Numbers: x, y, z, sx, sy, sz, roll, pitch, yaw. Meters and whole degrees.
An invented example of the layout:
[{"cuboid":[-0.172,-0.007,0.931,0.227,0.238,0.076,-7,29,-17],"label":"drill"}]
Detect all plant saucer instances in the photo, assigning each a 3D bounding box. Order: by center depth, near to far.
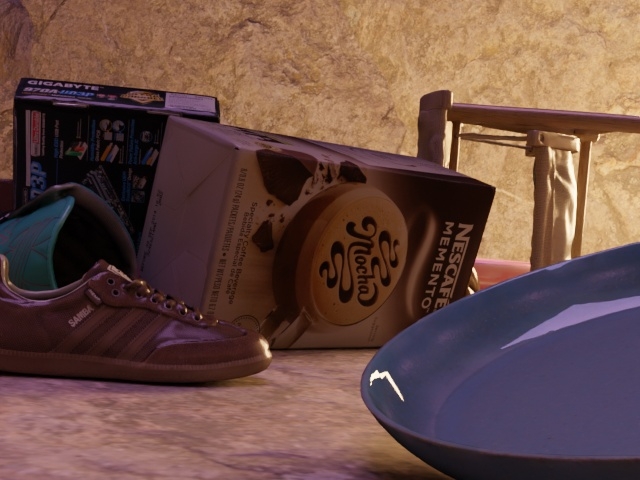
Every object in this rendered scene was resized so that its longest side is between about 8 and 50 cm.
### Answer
[{"cuboid":[0.176,0.046,0.435,0.317,0.044,0.317,-14,8,2],"label":"plant saucer"},{"cuboid":[0.237,0.068,1.531,0.332,0.084,0.332,4,0,0],"label":"plant saucer"}]

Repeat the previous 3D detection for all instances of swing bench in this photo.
[{"cuboid":[0.209,-0.017,1.081,0.254,0.253,0.165,5,0,-11],"label":"swing bench"}]

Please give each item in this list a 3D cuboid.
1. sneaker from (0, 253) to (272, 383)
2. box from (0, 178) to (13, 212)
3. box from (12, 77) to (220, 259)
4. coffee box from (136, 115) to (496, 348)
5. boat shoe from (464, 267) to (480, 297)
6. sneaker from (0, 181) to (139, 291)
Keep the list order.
[{"cuboid":[-0.120,0.049,0.615,0.188,0.071,0.066,4,0,-16],"label":"sneaker"},{"cuboid":[-0.185,0.010,1.158,0.191,0.143,0.381,5,-1,43],"label":"box"},{"cuboid":[-0.188,-0.028,0.897,0.175,0.220,0.051,4,27,-10],"label":"box"},{"cuboid":[0.000,0.000,0.880,0.297,0.168,0.119,4,15,-40],"label":"coffee box"},{"cuboid":[0.069,0.048,1.156,0.098,0.109,0.302,-2,-10,42],"label":"boat shoe"},{"cuboid":[-0.256,0.018,0.722,0.295,0.124,0.178,6,-10,-41],"label":"sneaker"}]
